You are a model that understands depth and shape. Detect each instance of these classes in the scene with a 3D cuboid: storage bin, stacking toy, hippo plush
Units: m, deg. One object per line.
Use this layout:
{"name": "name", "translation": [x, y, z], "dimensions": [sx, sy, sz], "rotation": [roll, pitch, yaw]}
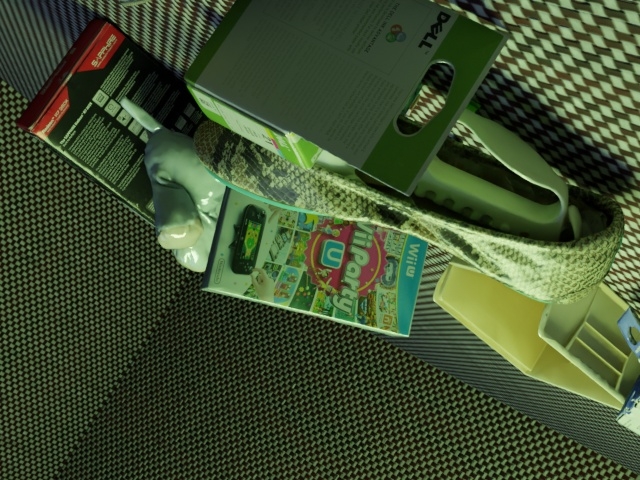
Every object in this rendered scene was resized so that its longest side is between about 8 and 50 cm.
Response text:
{"name": "storage bin", "translation": [0.343, 0.121, 1.663], "dimensions": [0.260, 0.123, 0.262], "rotation": [37, 170, -27]}
{"name": "stacking toy", "translation": [0.094, -0.155, 1.293], "dimensions": [0.167, 0.052, 0.221], "rotation": [32, 170, 5]}
{"name": "hippo plush", "translation": [-0.160, -0.112, 1.862], "dimensions": [0.234, 0.236, 0.294], "rotation": [40, -147, -77]}

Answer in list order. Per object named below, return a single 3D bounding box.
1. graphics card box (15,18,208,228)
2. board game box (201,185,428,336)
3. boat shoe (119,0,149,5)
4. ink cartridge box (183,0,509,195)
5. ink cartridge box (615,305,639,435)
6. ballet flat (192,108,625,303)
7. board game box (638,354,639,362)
{"name": "graphics card box", "translation": [-0.324, -0.188, 1.959], "dimensions": [0.371, 0.233, 0.094], "rotation": [39, 171, -35]}
{"name": "board game box", "translation": [0.000, 0.000, 1.618], "dimensions": [0.303, 0.224, 0.097], "rotation": [14, 173, -11]}
{"name": "boat shoe", "translation": [-0.117, -0.301, 1.036], "dimensions": [0.324, 0.123, 0.116], "rotation": [2, 120, 48]}
{"name": "ink cartridge box", "translation": [0.027, -0.157, 1.071], "dimensions": [0.255, 0.189, 0.097], "rotation": [30, 169, 18]}
{"name": "ink cartridge box", "translation": [0.553, 0.230, 1.432], "dimensions": [0.395, 0.151, 0.270], "rotation": [29, 168, 13]}
{"name": "ballet flat", "translation": [0.102, -0.085, 1.188], "dimensions": [0.482, 0.164, 0.182], "rotation": [22, 142, 3]}
{"name": "board game box", "translation": [0.542, 0.202, 1.125], "dimensions": [0.319, 0.066, 0.318], "rotation": [50, 148, -20]}
